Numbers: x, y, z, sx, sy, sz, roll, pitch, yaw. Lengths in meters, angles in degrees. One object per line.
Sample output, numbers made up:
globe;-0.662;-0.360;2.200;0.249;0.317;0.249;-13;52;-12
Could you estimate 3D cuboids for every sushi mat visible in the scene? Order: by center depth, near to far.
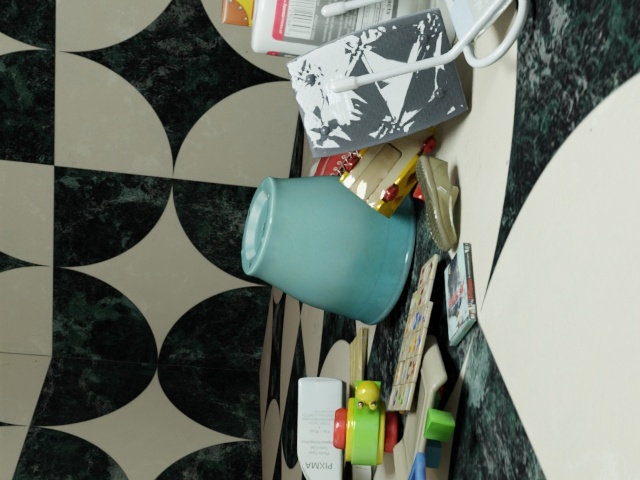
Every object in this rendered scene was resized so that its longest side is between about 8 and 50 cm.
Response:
sushi mat;0.074;0.353;1.786;0.151;0.019;0.317;114;160;-67

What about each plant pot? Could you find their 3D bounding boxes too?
plant pot;0.000;0.000;1.554;0.271;0.255;0.272;-168;90;-71

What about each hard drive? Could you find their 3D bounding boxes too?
hard drive;0.086;-0.234;1.292;0.054;0.254;0.172;-24;-82;-66

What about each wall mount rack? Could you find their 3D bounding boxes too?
wall mount rack;0.143;-0.340;1.154;0.304;0.130;0.350;-46;30;33

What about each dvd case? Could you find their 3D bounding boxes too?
dvd case;0.193;0.075;1.182;0.087;0.013;0.119;109;163;-59

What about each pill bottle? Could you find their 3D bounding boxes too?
pill bottle;0.053;-0.371;1.381;0.176;0.318;0.176;-174;90;-81

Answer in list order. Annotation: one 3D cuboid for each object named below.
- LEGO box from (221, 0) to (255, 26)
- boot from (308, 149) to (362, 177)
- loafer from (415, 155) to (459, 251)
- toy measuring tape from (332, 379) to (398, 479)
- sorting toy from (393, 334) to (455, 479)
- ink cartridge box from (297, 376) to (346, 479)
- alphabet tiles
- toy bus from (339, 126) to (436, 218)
LEGO box;0.004;-0.696;1.763;0.193;0.372;0.500;-97;14;-55
boot;0.052;-0.153;1.847;0.176;0.088;0.244;-39;21;25
loafer;0.180;-0.058;1.251;0.056;0.050;0.148;117;141;-77
toy measuring tape;0.075;0.374;1.488;0.121;0.121;0.330;-95;5;-51
sorting toy;0.150;0.252;1.208;0.348;0.047;0.196;-82;4;-76
ink cartridge box;0.002;0.466;1.685;0.308;0.091;0.385;75;-162;-79
alphabet tiles;0.144;0.144;1.309;0.198;0.009;0.237;104;180;-78
toy bus;0.130;-0.137;1.423;0.104;0.202;0.191;26;-121;-66
